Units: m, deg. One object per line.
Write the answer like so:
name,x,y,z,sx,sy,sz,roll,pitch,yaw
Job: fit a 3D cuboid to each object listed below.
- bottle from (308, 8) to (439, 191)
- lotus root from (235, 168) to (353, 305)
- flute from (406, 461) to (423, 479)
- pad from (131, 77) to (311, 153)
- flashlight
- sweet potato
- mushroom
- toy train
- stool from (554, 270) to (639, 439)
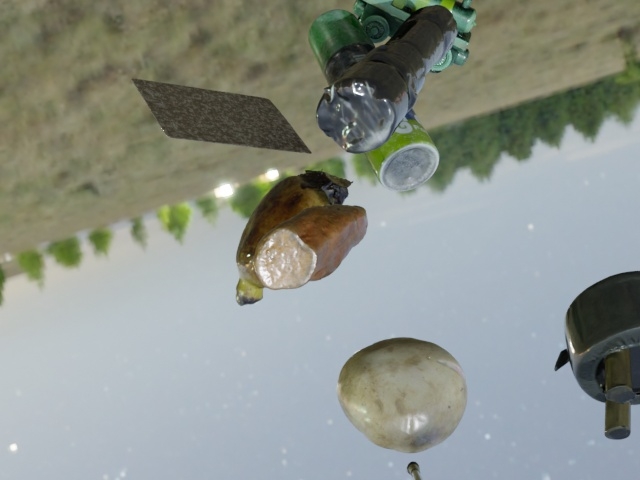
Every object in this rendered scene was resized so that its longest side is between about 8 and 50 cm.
bottle,0.070,-0.214,1.587,0.093,0.330,0.093,-14,139,-13
lotus root,-0.069,-0.011,2.007,0.314,0.141,0.169,-54,-168,2
flute,0.172,0.421,1.882,0.027,0.027,0.233,-17,180,0
pad,-0.141,-0.178,1.548,0.235,0.003,0.158,3,-145,-35
flashlight,0.103,-0.230,1.423,0.103,0.103,0.424,-15,-160,26
sweet potato,0.000,0.000,1.489,0.097,0.097,0.251,-14,-172,36
mushroom,0.152,0.280,1.989,0.254,0.184,0.255,-10,-150,6
toy train,0.155,-0.355,1.707,0.200,0.132,0.083,24,-150,-4
stool,0.364,0.112,1.163,0.153,0.139,0.228,23,132,-25
